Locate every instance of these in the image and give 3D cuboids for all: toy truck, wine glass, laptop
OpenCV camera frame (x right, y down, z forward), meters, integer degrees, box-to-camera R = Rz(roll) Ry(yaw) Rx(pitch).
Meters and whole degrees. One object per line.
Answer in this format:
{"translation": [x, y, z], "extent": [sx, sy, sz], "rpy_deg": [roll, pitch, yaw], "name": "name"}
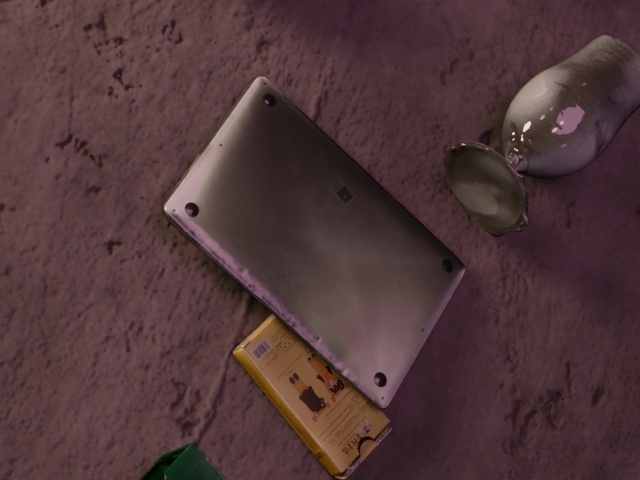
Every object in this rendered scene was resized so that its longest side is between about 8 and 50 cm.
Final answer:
{"translation": [-0.092, 0.246, 1.568], "extent": [0.147, 0.065, 0.079], "rpy_deg": [51, 55, -7], "name": "toy truck"}
{"translation": [0.220, -0.104, 1.827], "extent": [0.222, 0.103, 0.103], "rpy_deg": [-40, 97, -31], "name": "wine glass"}
{"translation": [0.000, 0.000, 1.708], "extent": [0.269, 0.015, 0.187], "rpy_deg": [43, 53, -13], "name": "laptop"}

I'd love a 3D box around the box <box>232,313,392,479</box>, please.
{"translation": [-0.006, 0.129, 1.678], "extent": [0.073, 0.020, 0.149], "rpy_deg": [-43, 99, -33], "name": "box"}
